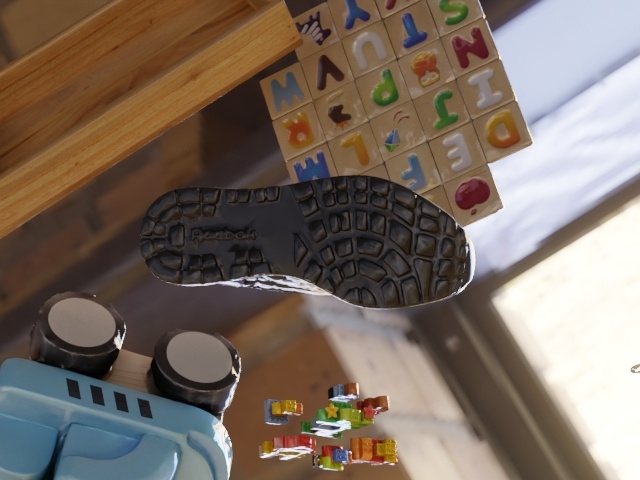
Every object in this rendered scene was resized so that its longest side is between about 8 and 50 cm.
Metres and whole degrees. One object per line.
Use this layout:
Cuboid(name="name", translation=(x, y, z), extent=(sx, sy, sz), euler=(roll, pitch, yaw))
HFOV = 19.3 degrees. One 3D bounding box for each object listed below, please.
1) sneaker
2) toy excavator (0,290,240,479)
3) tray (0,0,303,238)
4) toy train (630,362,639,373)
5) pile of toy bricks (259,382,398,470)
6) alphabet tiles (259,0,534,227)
Cuboid(name="sneaker", translation=(0.000, 0.000, 1.596), extent=(0.283, 0.107, 0.124), euler=(6, 177, 18))
Cuboid(name="toy excavator", translation=(-0.323, 0.279, 2.095), extent=(0.433, 0.445, 0.222), euler=(16, 130, -7))
Cuboid(name="tray", translation=(-0.242, -0.181, 2.170), extent=(0.411, 0.203, 0.076), euler=(-34, 130, -7))
Cuboid(name="toy train", translation=(0.461, 0.140, 2.356), extent=(0.125, 0.046, 0.166), euler=(-26, -164, -22))
Cuboid(name="pile of toy bricks", translation=(0.029, 0.239, 2.480), extent=(0.212, 0.118, 0.105), euler=(9, 159, -32))
Cuboid(name="alphabet tiles", translation=(0.083, -0.150, 2.197), extent=(0.285, 0.342, 0.011), euler=(-25, 157, 15))
